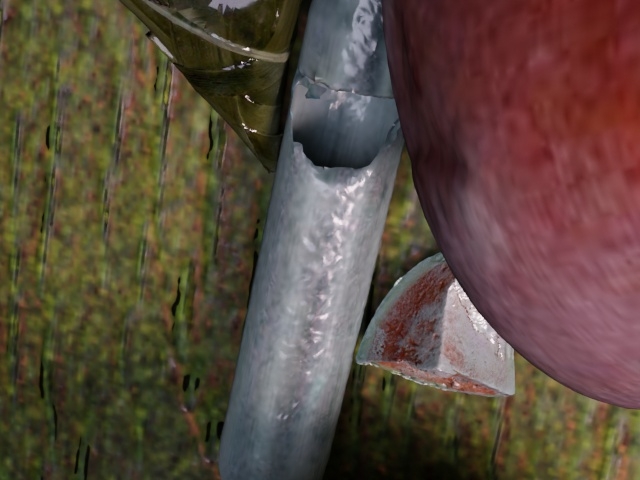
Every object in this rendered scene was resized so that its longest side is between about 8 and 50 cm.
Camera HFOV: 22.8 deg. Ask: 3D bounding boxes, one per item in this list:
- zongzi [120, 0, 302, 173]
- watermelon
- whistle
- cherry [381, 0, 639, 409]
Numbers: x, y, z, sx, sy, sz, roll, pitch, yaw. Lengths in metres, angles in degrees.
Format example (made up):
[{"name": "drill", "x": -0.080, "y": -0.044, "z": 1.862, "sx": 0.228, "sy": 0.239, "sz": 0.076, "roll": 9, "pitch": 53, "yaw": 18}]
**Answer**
[{"name": "zongzi", "x": -0.065, "y": -0.098, "z": 0.787, "sx": 0.109, "sy": 0.055, "sz": 0.119, "roll": 18, "pitch": 123, "yaw": 13}, {"name": "watermelon", "x": 0.063, "y": 0.044, "z": 0.786, "sx": 0.085, "sy": 0.061, "sz": 0.085, "roll": 2, "pitch": 113, "yaw": 4}, {"name": "whistle", "x": 0.000, "y": 0.000, "z": 0.792, "sx": 0.062, "sy": 0.062, "sz": 0.312, "roll": 17, "pitch": 112, "yaw": 11}, {"name": "cherry", "x": 0.138, "y": -0.066, "z": 0.630, "sx": 0.221, "sy": 0.261, "sz": 0.307, "roll": -22, "pitch": 79, "yaw": -19}]
